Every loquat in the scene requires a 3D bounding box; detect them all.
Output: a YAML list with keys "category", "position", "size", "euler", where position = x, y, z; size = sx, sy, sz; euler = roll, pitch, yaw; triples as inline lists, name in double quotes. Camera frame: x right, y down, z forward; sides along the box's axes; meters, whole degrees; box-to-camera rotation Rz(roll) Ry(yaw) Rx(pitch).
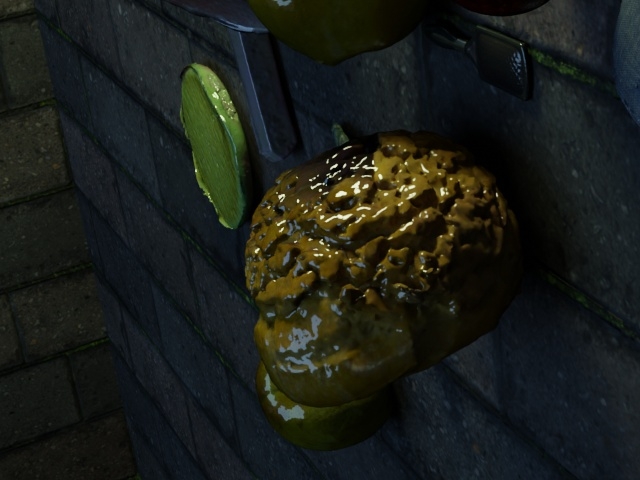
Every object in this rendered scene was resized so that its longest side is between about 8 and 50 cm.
- category: "loquat"
  position: [0.014, -0.317, 1.444]
  size: [0.213, 0.213, 0.246]
  euler: [2, 111, 69]

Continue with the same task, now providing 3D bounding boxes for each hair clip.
- category: "hair clip"
  position: [0.062, -0.090, 1.750]
  size: [0.229, 0.036, 0.066]
  euler: [46, 154, 51]

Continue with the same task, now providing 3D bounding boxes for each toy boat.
- category: "toy boat"
  position: [-0.143, -0.365, 1.853]
  size: [0.155, 0.227, 0.085]
  euler: [101, -169, -75]

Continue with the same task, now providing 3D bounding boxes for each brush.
- category: "brush"
  position: [0.163, -0.199, 1.415]
  size: [0.193, 0.016, 0.063]
  euler: [40, 142, 56]

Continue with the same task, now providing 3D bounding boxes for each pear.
- category: "pear"
  position: [0.005, 0.212, 1.944]
  size: [0.200, 0.200, 0.200]
  euler: [53, 153, 43]

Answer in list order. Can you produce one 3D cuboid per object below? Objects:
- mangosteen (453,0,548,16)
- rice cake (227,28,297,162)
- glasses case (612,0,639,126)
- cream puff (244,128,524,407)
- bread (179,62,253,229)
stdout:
- category: "mangosteen"
  position: [0.174, -0.283, 1.165]
  size: [0.181, 0.156, 0.146]
  euler: [-42, 36, 38]
- category: "rice cake"
  position: [-0.101, -0.290, 1.977]
  size: [0.072, 0.056, 0.365]
  euler: [-156, 51, -71]
- category: "glasses case"
  position: [0.284, -0.194, 1.025]
  size: [0.282, 0.067, 0.109]
  euler: [94, 154, -49]
- category: "cream puff"
  position: [0.048, 0.013, 1.441]
  size: [0.327, 0.343, 0.231]
  euler: [-8, 114, 50]
- category: "bread"
  position: [-0.177, -0.157, 2.315]
  size: [0.301, 0.045, 0.301]
  euler: [164, 90, -72]
